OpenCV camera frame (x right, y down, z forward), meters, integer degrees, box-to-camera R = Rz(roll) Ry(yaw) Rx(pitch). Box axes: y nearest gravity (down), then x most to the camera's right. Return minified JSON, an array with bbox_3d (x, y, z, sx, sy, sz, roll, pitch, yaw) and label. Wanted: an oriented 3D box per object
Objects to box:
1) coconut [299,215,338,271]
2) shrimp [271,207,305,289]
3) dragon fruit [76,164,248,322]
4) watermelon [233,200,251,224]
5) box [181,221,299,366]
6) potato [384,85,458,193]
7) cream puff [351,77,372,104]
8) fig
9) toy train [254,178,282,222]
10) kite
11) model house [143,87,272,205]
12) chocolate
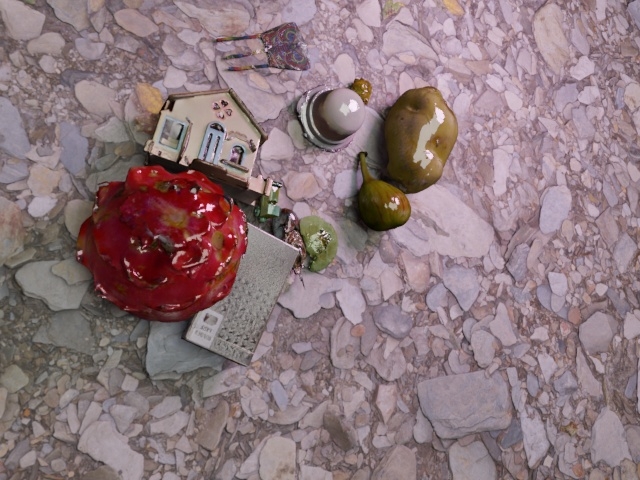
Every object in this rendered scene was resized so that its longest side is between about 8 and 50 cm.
[{"bbox_3d":[0.000,-0.001,1.675,0.133,0.055,0.158,-30,98,-27],"label":"coconut"},{"bbox_3d":[-0.075,0.024,1.620,0.090,0.079,0.233,-24,98,-67],"label":"shrimp"},{"bbox_3d":[-0.362,-0.009,1.334,0.386,0.249,0.371,38,74,4],"label":"dragon fruit"},{"bbox_3d":[-0.213,-0.029,1.572,0.101,0.080,0.155,-22,96,6],"label":"watermelon"},{"bbox_3d":[-0.195,0.130,1.476,0.180,0.047,0.325,29,75,-22],"label":"box"},{"bbox_3d":[0.300,-0.305,1.801,0.218,0.202,0.351,26,71,-22],"label":"potato"},{"bbox_3d":[0.129,-0.458,1.815,0.083,0.058,0.083,43,63,-18],"label":"cream puff"},{"bbox_3d":[0.168,-0.154,1.744,0.151,0.151,0.260,-18,85,-29],"label":"fig"},{"bbox_3d":[-0.143,-0.110,1.601,0.050,0.081,0.122,12,76,-33],"label":"toy train"},{"bbox_3d":[-0.159,-0.548,1.702,0.285,0.015,0.152,-17,88,-32],"label":"kite"},{"bbox_3d":[-0.263,-0.262,1.510,0.325,0.169,0.245,20,69,-21],"label":"model house"},{"bbox_3d":[0.049,-0.373,1.710,0.221,0.147,0.222,4,80,-24],"label":"chocolate"}]
